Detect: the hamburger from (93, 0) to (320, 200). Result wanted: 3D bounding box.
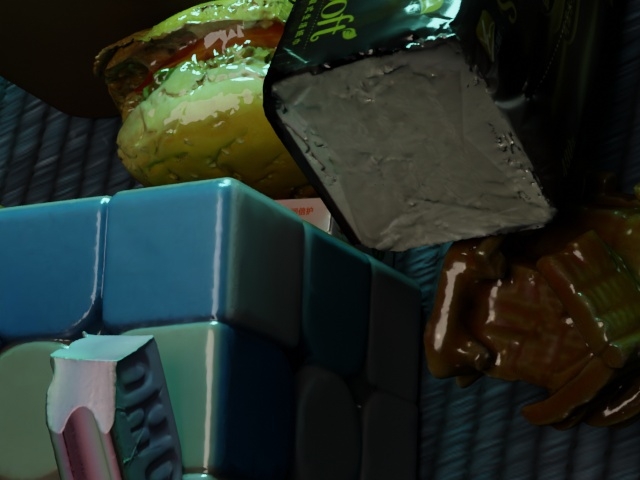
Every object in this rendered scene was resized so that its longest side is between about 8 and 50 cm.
[{"bbox_3d":[-0.069,-0.108,1.735,0.244,0.244,0.163,-21,68,23],"label":"hamburger"}]

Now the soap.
[{"bbox_3d":[-0.141,0.138,1.371,0.056,0.100,0.149,-10,96,20],"label":"soap"}]

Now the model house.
[{"bbox_3d":[0.234,0.039,1.547,0.229,0.199,0.219,9,92,35],"label":"model house"}]

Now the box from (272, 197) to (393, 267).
[{"bbox_3d":[0.000,0.000,1.722,0.089,0.125,0.043,-1,75,28],"label":"box"}]

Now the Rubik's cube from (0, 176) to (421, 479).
[{"bbox_3d":[-0.139,0.167,1.623,0.344,0.346,0.347,-7,73,28],"label":"Rubik's cube"}]

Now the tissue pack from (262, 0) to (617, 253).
[{"bbox_3d":[0.109,-0.190,1.593,0.198,0.210,0.370,-14,39,32],"label":"tissue pack"}]

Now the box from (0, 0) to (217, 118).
[{"bbox_3d":[-0.220,-0.296,1.809,0.239,0.339,0.229,-16,66,25],"label":"box"}]
